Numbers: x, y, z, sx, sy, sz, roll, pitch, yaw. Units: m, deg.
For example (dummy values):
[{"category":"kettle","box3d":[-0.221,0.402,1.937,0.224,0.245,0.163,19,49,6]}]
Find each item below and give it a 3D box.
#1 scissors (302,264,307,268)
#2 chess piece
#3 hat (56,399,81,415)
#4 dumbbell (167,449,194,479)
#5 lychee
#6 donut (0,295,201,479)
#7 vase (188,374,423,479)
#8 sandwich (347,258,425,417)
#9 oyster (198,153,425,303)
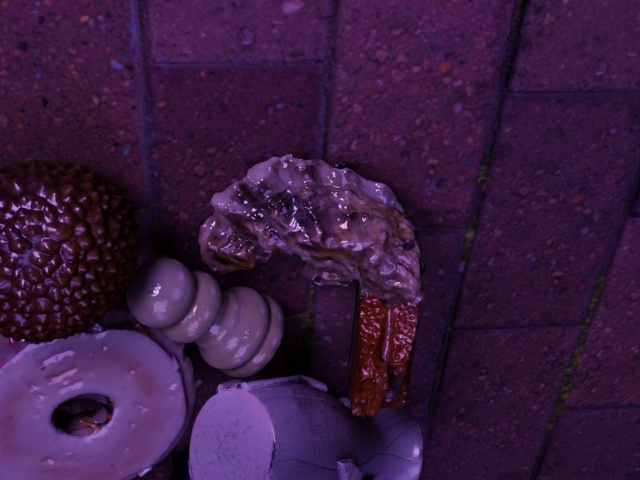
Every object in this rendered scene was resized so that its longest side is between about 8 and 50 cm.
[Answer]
[{"category":"scissors","box3d":[0.025,0.030,1.588,0.113,0.012,0.039,-20,132,10]},{"category":"chess piece","box3d":[-0.187,0.105,1.513,0.144,0.144,0.251,-34,138,22]},{"category":"hat","box3d":[-0.546,0.330,1.720,0.252,0.110,0.252,-5,134,-5]},{"category":"dumbbell","box3d":[-0.175,0.538,1.940,0.144,0.160,0.325,-36,133,-13]},{"category":"lychee","box3d":[-0.377,0.006,1.341,0.267,0.267,0.267,-4,133,-4]},{"category":"donut","box3d":[-0.389,0.244,1.593,0.382,0.142,0.383,-11,122,-17]},{"category":"vase","box3d":[-0.007,0.354,1.674,0.250,0.250,0.445,-39,148,25]},{"category":"sandwich","box3d":[0.099,0.182,1.623,0.109,0.212,0.292,8,146,4]},{"category":"oyster","box3d":[-0.001,0.001,1.476,0.351,0.115,0.238,24,131,2]}]
